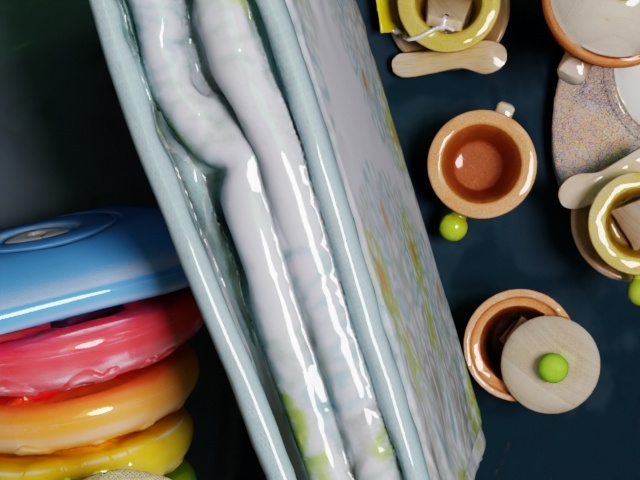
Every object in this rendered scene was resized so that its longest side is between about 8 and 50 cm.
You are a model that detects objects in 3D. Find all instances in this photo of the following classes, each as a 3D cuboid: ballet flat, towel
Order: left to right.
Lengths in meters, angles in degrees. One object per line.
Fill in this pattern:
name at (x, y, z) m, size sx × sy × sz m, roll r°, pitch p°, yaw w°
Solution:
towel at (0.000, 0.000, 0.740) m, size 0.090 × 0.320 × 0.374 m, roll -16°, pitch 93°, yaw 10°
ballet flat at (0.257, -0.168, 0.984) m, size 0.108 × 0.106 × 0.316 m, roll 26°, pitch 73°, yaw -23°

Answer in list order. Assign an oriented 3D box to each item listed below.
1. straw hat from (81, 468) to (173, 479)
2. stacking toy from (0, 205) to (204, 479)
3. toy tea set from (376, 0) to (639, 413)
straw hat at (-0.098, 0.143, 0.648) m, size 0.145 × 0.144 × 0.061 m, roll 0°, pitch 70°, yaw -27°
stacking toy at (-0.128, 0.140, 0.743) m, size 0.166 × 0.175 × 0.301 m, roll -14°, pitch 102°, yaw -24°
toy tea set at (0.155, -0.057, 0.874) m, size 0.200 × 0.124 × 0.336 m, roll -10°, pitch 90°, yaw 4°
